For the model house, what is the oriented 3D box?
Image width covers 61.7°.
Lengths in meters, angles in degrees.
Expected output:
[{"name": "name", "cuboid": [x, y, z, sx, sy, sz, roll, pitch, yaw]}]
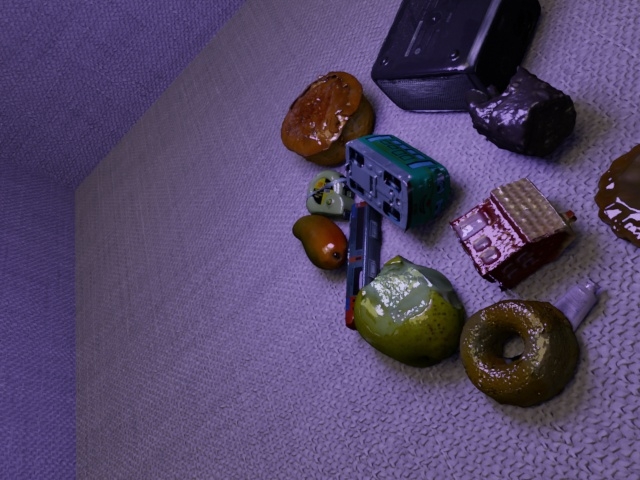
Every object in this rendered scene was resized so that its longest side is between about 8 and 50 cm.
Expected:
[{"name": "model house", "cuboid": [0.488, -0.026, 1.333, 0.254, 0.160, 0.195, -37, 47, 19]}]

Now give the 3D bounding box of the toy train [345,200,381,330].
[{"name": "toy train", "cuboid": [0.135, 0.073, 1.645, 0.089, 0.086, 0.409, -15, 58, 34]}]

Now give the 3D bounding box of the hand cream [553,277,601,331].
[{"name": "hand cream", "cuboid": [0.584, 0.150, 1.232, 0.142, 0.053, 0.084, -59, 40, 22]}]

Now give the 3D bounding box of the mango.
[{"name": "mango", "cuboid": [0.003, -0.004, 1.775, 0.146, 0.129, 0.289, -62, 38, 24]}]

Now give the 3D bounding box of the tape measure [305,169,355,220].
[{"name": "tape measure", "cuboid": [0.035, -0.155, 1.854, 0.200, 0.106, 0.175, 3, 83, 45]}]

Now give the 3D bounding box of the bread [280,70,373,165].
[{"name": "bread", "cuboid": [0.032, -0.436, 1.947, 0.358, 0.204, 0.336, 35, 95, 51]}]

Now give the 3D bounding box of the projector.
[{"name": "projector", "cuboid": [0.408, -0.624, 1.679, 0.405, 0.242, 0.394, 15, 79, 47]}]

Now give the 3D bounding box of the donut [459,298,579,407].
[{"name": "donut", "cuboid": [0.440, 0.250, 1.243, 0.272, 0.107, 0.271, -25, 54, 40]}]

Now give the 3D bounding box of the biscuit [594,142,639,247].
[{"name": "biscuit", "cuboid": [0.787, -0.109, 1.168, 0.329, 0.078, 0.334, -38, 44, 26]}]

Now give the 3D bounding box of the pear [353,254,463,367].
[{"name": "pear", "cuboid": [0.237, 0.211, 1.416, 0.286, 0.176, 0.281, -49, 46, 11]}]

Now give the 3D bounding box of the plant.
[{"name": "plant", "cuboid": [0.522, -0.341, 1.424, 0.188, 0.199, 0.276, -54, 34, 8]}]

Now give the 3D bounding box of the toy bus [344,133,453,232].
[{"name": "toy bus", "cuboid": [0.233, -0.187, 1.615, 0.200, 0.183, 0.343, -20, 40, -22]}]
